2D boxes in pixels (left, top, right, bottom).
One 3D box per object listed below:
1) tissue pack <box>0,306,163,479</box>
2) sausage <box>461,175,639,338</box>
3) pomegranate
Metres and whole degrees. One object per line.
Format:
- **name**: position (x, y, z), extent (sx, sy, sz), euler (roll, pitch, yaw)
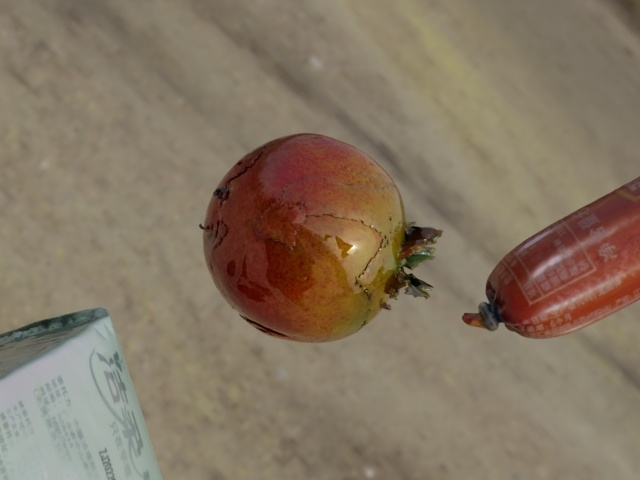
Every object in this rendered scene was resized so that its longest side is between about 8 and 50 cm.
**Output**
- **tissue pack**: position (-0.229, 0.289, 1.386), extent (0.332, 0.205, 0.405), euler (-37, 111, -74)
- **sausage**: position (0.214, -0.008, 1.183), extent (0.074, 0.274, 0.074), euler (61, -1, 2)
- **pomegranate**: position (0.000, 0.000, 1.849), extent (0.235, 0.210, 0.210), euler (9, 17, 3)
